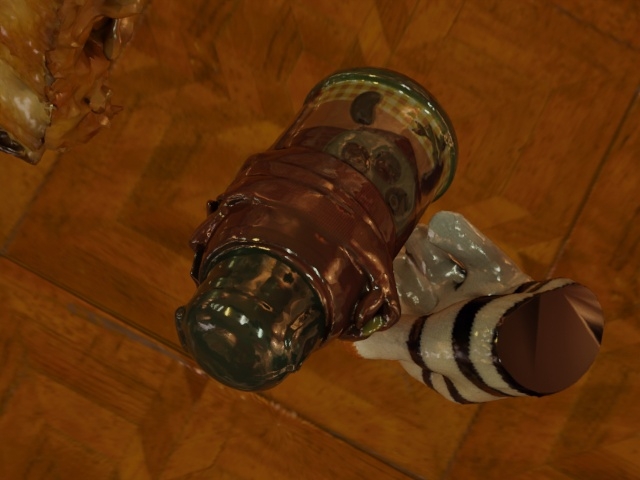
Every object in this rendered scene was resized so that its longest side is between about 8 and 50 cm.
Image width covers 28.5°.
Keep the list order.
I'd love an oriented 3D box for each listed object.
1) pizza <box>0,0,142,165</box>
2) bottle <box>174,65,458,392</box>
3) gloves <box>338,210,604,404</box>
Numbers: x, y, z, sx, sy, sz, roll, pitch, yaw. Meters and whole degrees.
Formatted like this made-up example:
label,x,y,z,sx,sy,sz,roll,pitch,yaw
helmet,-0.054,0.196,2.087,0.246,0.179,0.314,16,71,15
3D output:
label,x,y,z,sx,sy,sz,roll,pitch,yaw
pizza,-0.158,-0.170,0.478,0.251,0.288,0.074,41,61,-1
bottle,0.000,0.000,0.904,0.156,0.143,0.271,15,45,21
gloves,0.114,0.065,1.007,0.131,0.218,0.140,41,73,-19
